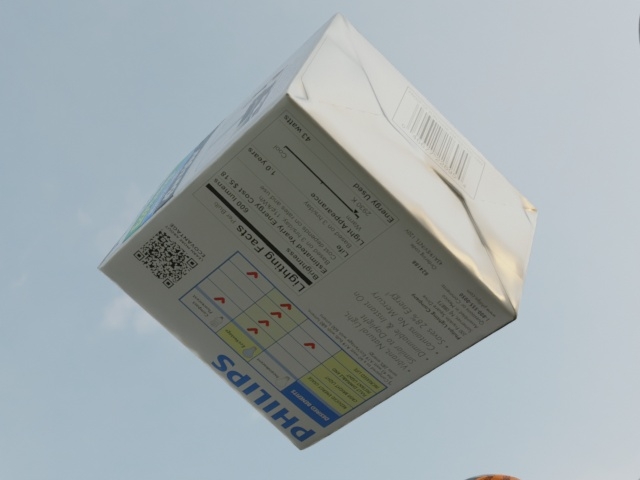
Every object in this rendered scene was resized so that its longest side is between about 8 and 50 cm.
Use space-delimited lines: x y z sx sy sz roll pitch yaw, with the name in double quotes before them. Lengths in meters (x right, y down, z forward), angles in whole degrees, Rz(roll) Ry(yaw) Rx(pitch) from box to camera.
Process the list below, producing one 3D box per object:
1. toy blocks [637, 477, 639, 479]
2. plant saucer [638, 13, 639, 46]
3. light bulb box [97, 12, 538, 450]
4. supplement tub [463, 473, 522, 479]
"toy blocks" 0.575 0.319 1.329 0.288 0.309 0.260 -9 -42 -45
"plant saucer" 0.377 -0.173 1.089 0.168 0.168 0.029 -2 -33 -25
"light bulb box" 0.000 0.000 1.334 0.358 0.225 0.361 44 -55 -12
"supplement tub" 0.154 0.288 1.041 0.117 0.117 0.190 -20 -25 -12
